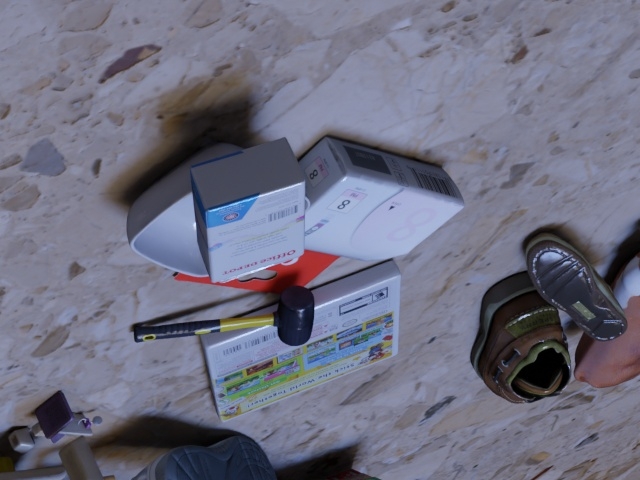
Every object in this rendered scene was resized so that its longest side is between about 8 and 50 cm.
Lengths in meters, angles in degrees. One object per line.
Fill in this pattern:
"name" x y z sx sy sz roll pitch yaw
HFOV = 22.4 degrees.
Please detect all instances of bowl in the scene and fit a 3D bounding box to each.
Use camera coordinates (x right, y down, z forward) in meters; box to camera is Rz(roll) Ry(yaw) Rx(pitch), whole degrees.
"bowl" -0.098 -0.033 1.451 0.142 0.053 0.142 -35 152 18

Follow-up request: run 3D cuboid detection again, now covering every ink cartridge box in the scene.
"ink cartridge box" 0.000 0.000 1.590 0.189 0.066 0.232 11 132 -49
"ink cartridge box" -0.062 -0.024 1.383 0.089 0.052 0.122 -17 150 -11

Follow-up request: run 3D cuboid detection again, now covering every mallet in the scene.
"mallet" -0.096 0.080 1.659 0.190 0.039 0.062 -1 134 -18

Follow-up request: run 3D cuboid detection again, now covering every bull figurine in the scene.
"bull figurine" 0.423 0.075 2.014 0.188 0.101 0.310 -11 149 -29

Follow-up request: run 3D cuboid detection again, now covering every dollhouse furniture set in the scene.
"dollhouse furniture set" -0.261 0.235 1.727 0.091 0.114 0.081 -39 154 21

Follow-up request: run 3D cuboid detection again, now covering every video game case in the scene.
"video game case" -0.018 0.116 1.809 0.227 0.026 0.206 -21 152 -10

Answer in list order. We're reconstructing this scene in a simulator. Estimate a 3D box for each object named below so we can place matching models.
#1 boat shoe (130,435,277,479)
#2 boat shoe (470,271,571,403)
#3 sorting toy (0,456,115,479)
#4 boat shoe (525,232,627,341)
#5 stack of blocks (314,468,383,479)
"boat shoe" -0.138 0.306 1.936 0.103 0.118 0.320 -24 166 19
"boat shoe" 0.254 0.155 2.011 0.111 0.104 0.307 -25 153 -1
"sorting toy" -0.394 0.278 1.758 0.348 0.047 0.196 -1 155 -36
"boat shoe" 0.294 0.043 1.891 0.068 0.072 0.190 -24 132 21
"stack of blocks" -0.052 0.394 2.116 0.297 0.087 0.171 -15 -174 -19
